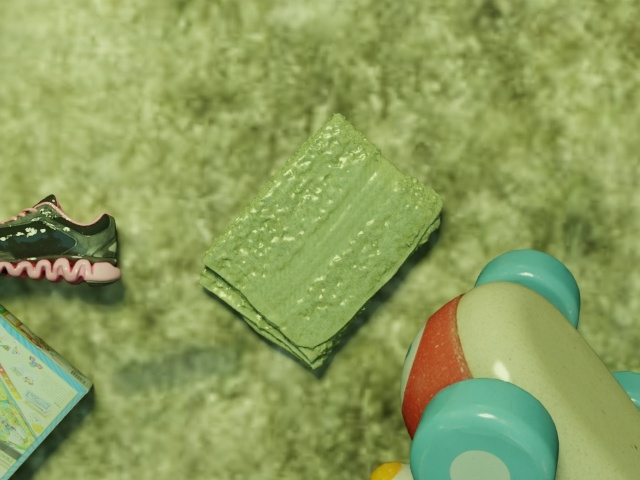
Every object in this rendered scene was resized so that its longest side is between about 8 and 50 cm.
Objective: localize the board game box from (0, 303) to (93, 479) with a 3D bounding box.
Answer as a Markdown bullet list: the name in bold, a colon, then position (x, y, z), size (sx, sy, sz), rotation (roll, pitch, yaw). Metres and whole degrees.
- **board game box**: position (-0.241, 0.083, 0.652), size (0.154, 0.026, 0.103), rotation (43, 89, -6)

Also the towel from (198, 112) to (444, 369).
- **towel**: position (0.000, 0.000, 0.669), size (0.110, 0.027, 0.148), rotation (40, 90, -5)

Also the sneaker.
- **sneaker**: position (-0.186, -0.003, 0.647), size (0.119, 0.047, 0.057), rotation (6, 86, -13)

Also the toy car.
- **toy car**: position (0.085, 0.161, 0.626), size (0.238, 0.219, 0.210), rotation (-38, 96, 26)
